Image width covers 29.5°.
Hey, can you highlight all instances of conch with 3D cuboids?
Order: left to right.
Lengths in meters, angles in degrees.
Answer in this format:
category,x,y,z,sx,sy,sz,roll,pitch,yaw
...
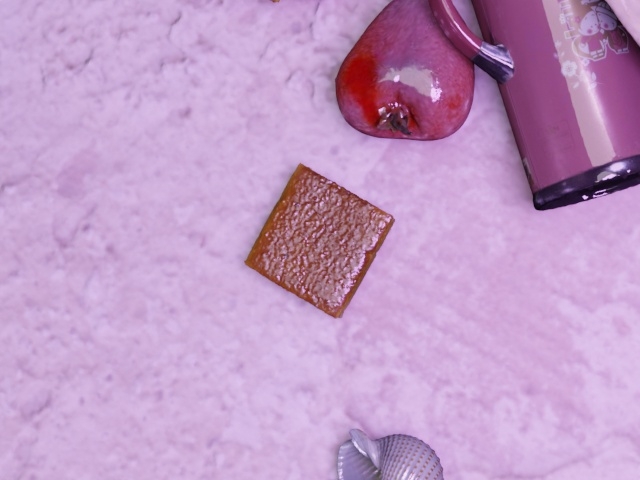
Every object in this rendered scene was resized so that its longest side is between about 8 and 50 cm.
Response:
category,x,y,z,sx,sy,sz,roll,pitch,yaw
conch,0.056,0.179,0.918,0.085,0.056,0.076,43,113,42

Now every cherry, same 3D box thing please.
category,x,y,z,sx,sy,sz,roll,pitch,yaw
cherry,0.072,-0.126,0.934,0.106,0.087,0.126,31,72,20

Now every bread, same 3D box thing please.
category,x,y,z,sx,sy,sz,roll,pitch,yaw
bread,0.000,0.000,0.959,0.090,0.035,0.094,29,90,14

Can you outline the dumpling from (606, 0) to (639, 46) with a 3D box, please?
category,x,y,z,sx,sy,sz,roll,pitch,yaw
dumpling,0.372,-0.226,0.855,0.395,0.233,0.315,-33,110,-7

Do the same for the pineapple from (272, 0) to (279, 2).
category,x,y,z,sx,sy,sz,roll,pitch,yaw
pineapple,-0.039,-0.284,0.963,0.140,0.249,0.164,-55,43,28

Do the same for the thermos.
category,x,y,z,sx,sy,sz,roll,pitch,yaw
thermos,0.150,-0.191,0.904,0.136,0.109,0.330,-17,83,12
